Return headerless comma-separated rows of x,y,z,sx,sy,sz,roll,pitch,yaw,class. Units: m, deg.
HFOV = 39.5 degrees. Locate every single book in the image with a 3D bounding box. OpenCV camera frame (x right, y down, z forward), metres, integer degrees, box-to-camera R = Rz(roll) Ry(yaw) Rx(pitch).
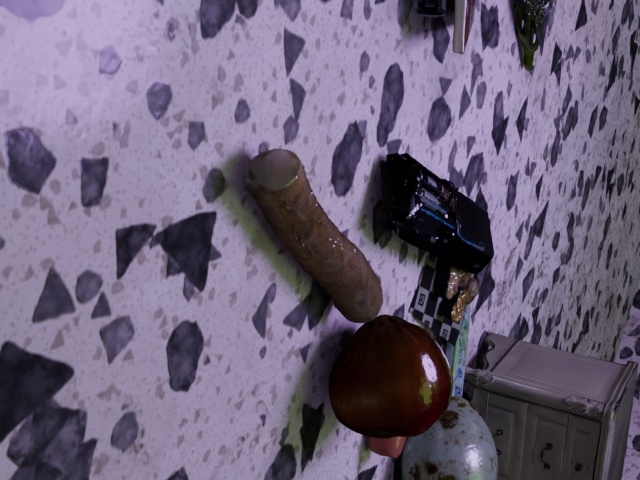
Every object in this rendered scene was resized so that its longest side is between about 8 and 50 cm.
0.219,-0.384,1.335,0.232,0.022,0.162,-61,154,-62,book

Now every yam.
0.000,0.000,1.107,0.081,0.081,0.356,-66,151,-21,yam

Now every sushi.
0.246,0.081,1.592,0.210,0.040,0.192,42,63,-50,sushi

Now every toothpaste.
0.251,0.262,1.699,0.075,0.048,0.296,4,94,-54,toothpaste

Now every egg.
0.230,0.384,1.578,0.169,0.169,0.231,65,32,-48,egg

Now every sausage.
0.120,0.273,1.443,0.062,0.062,0.154,21,82,-61,sausage

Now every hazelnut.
0.095,0.191,1.262,0.204,0.178,0.177,-32,130,-75,hazelnut

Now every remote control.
0.199,-0.041,1.432,0.399,0.062,0.144,20,60,-61,remote control

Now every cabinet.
0.445,0.378,1.807,0.227,0.318,0.289,-33,129,-55,cabinet

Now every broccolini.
0.392,-0.400,1.693,0.068,0.091,0.202,-15,138,-11,broccolini

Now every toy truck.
0.171,-0.387,1.290,0.063,0.052,0.123,-25,121,-63,toy truck
